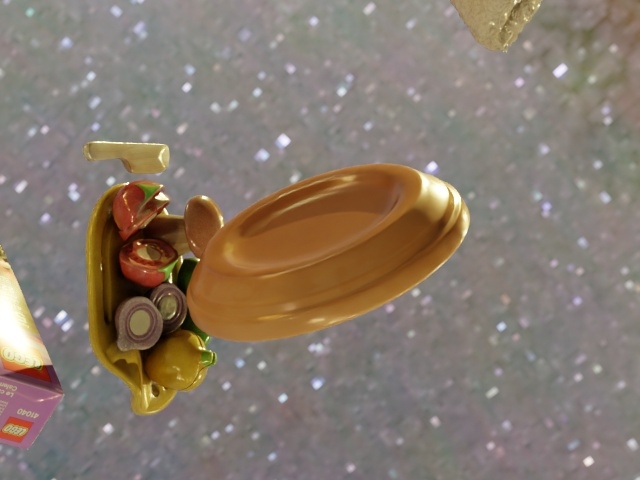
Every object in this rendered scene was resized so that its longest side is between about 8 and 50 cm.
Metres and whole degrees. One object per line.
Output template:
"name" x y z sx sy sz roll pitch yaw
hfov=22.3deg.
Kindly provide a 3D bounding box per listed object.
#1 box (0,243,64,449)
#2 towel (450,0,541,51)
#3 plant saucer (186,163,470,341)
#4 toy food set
"box" -0.335 0.030 1.113 0.293 0.057 0.201 22 -159 -36
"towel" 0.140 -0.283 1.061 0.049 0.282 0.187 3 -135 -33
"plant saucer" 0.000 0.000 1.086 0.037 0.200 0.200 68 -151 -22
"toy food set" -0.115 0.021 1.227 0.128 0.071 0.218 12 -109 -62
